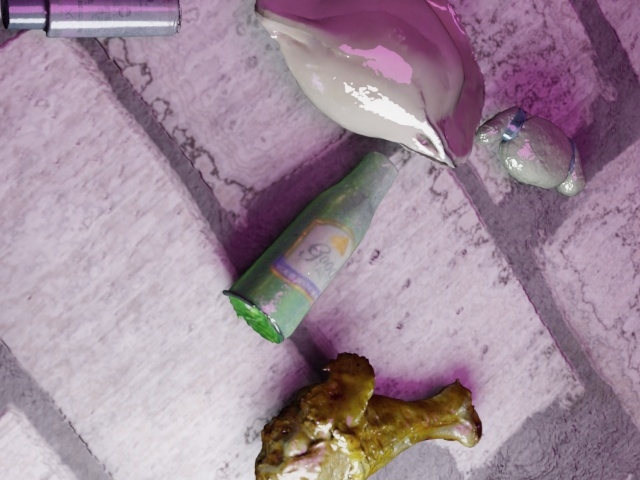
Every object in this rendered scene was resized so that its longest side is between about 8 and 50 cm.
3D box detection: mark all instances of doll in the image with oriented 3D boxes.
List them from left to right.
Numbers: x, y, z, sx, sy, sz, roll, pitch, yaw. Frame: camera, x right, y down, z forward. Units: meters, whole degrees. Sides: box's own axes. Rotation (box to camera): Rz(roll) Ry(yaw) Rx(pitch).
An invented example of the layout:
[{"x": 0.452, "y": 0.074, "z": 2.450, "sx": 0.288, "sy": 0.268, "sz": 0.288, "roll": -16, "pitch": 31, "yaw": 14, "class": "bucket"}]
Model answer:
[{"x": 0.321, "y": -0.132, "z": 1.709, "sx": 0.214, "sy": 0.071, "sz": 0.104, "roll": 23, "pitch": 84, "yaw": -27, "class": "doll"}]

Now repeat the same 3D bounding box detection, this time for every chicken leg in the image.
[{"x": 0.060, "y": 0.246, "z": 1.582, "sx": 0.361, "sy": 0.140, "sz": 0.212, "roll": -23, "pitch": 123, "yaw": -32, "class": "chicken leg"}]

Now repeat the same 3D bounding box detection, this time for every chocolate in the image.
[{"x": 0.000, "y": 0.000, "z": 1.558, "sx": 0.110, "sy": 0.110, "sz": 0.291, "roll": 46, "pitch": 72, "yaw": -20, "class": "chocolate"}]

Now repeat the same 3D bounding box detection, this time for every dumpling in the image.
[{"x": 0.083, "y": -0.267, "z": 1.552, "sx": 0.341, "sy": 0.181, "sz": 0.260, "roll": 24, "pitch": 60, "yaw": 4, "class": "dumpling"}]

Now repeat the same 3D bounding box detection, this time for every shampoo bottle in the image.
[{"x": -0.284, "y": -0.285, "z": 1.427, "sx": 0.214, "sy": 0.072, "sz": 0.072, "roll": -5, "pitch": 95, "yaw": -24, "class": "shampoo bottle"}]
